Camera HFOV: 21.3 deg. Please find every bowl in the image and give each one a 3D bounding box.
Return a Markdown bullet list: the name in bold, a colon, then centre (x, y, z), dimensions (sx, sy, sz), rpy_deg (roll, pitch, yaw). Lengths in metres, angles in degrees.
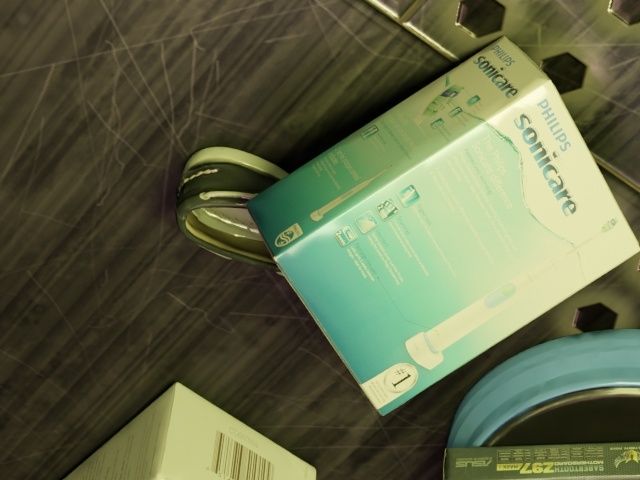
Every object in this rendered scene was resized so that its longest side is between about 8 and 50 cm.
- **bowl**: centre (0.331, 0.268, 1.874), dimensions (0.391, 0.077, 0.391), rpy_deg (3, 128, 4)

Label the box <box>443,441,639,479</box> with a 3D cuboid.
- **box**: centre (0.254, 0.301, 1.822), dimensions (0.232, 0.059, 0.183), rpy_deg (-3, 126, 8)

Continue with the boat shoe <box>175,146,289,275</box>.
- **boat shoe**: centre (0.000, 0.000, 1.692), dimensions (0.302, 0.091, 0.114), rpy_deg (13, 128, -4)

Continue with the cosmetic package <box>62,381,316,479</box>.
- **cosmetic package**: centre (-0.207, 0.359, 1.956), dimensions (0.217, 0.156, 0.385), rpy_deg (33, 123, -21)

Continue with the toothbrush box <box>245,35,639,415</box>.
- **toothbrush box**: centre (0.115, -0.013, 1.586), dimensions (0.295, 0.126, 0.216), rpy_deg (-33, 120, 3)
